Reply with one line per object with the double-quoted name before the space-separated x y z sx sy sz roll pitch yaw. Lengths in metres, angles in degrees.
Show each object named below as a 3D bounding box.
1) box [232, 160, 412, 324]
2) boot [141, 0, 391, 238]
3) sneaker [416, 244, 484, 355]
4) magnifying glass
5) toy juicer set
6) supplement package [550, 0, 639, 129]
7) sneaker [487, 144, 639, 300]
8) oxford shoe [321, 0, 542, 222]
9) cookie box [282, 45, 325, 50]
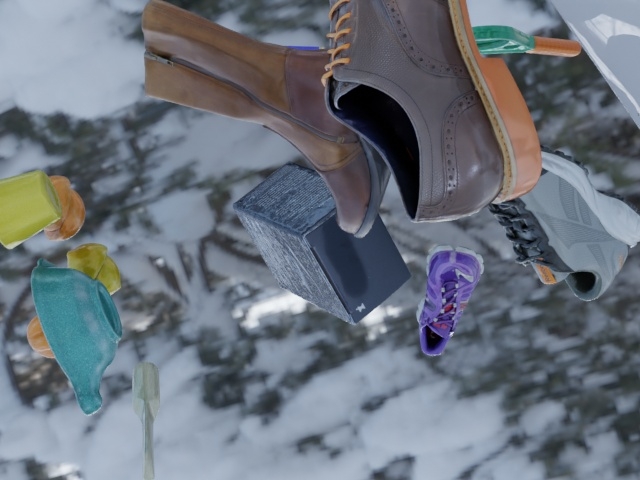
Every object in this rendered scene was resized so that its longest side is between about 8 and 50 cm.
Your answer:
"box" 0.000 0.000 1.772 0.108 0.207 0.153 -39 -60 -17
"boot" -0.059 -0.121 1.432 0.264 0.280 0.096 90 -164 -60
"sneaker" 0.151 0.073 1.585 0.170 0.068 0.071 96 -177 -46
"magnifying glass" 0.268 -0.269 1.844 0.231 0.092 0.026 -3 -95 -37
"toy juicer set" -0.252 0.083 1.395 0.209 0.089 0.329 -85 -28 -84
"supplement package" 0.342 -0.203 1.136 0.293 0.177 0.175 43 -119 -41
"sneaker" 0.216 -0.023 1.308 0.271 0.100 0.108 30 -99 -37
"oxford shoe" 0.053 -0.184 1.169 0.132 0.130 0.364 -23 -105 -22
"cookie box" -0.045 -0.236 1.952 0.040 0.107 0.092 -26 -63 -83
